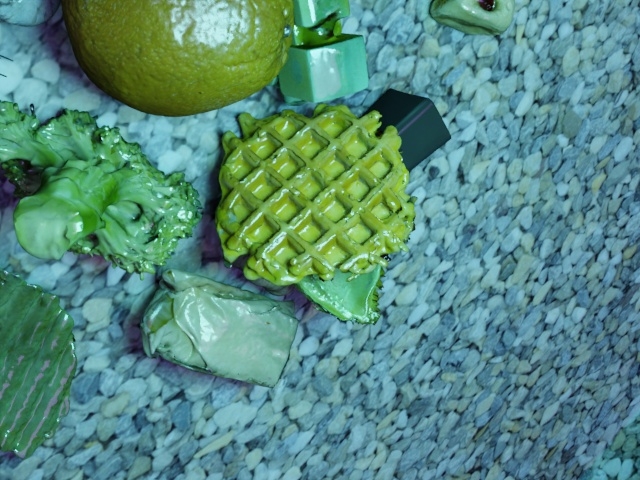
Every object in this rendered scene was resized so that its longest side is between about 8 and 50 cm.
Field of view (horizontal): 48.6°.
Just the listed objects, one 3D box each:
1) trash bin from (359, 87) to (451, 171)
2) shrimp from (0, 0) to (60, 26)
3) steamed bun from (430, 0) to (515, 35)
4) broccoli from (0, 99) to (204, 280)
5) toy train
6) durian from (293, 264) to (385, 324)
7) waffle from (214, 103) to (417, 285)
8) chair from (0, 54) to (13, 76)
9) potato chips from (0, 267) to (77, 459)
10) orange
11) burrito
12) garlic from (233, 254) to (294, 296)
[{"bbox_3d":[0.130,-0.197,1.491,0.225,0.165,0.115,-43,123,-8],"label":"trash bin"},{"bbox_3d":[-0.526,-0.473,1.060,0.145,0.116,0.343,-47,129,-8],"label":"shrimp"},{"bbox_3d":[0.335,-0.531,1.512,0.172,0.141,0.155,9,97,-28],"label":"steamed bun"},{"bbox_3d":[-0.348,-0.055,1.138,0.353,0.397,0.274,-3,109,-37],"label":"broccoli"},{"bbox_3d":[-0.038,-0.430,1.267,0.160,0.253,0.396,-20,116,-24],"label":"toy train"},{"bbox_3d":[0.007,-0.006,1.389,0.163,0.394,0.198,-39,164,33],"label":"durian"},{"bbox_3d":[-0.012,-0.096,1.325,0.380,0.382,0.095,-5,155,0],"label":"waffle"},{"bbox_3d":[-0.550,-0.297,1.154,0.086,0.042,0.037,23,94,3],"label":"chair"},{"bbox_3d":[-0.616,0.219,1.247,0.373,0.097,0.389,1,107,-31],"label":"potato chips"},{"bbox_3d":[-0.222,-0.354,1.136,0.357,0.322,0.321,6,105,-1],"label":"orange"},{"bbox_3d":[-0.211,0.167,1.433,0.332,0.135,0.190,22,95,-32],"label":"burrito"},{"bbox_3d":[-0.106,0.039,1.445,0.102,0.147,0.159,-43,108,12],"label":"garlic"}]
